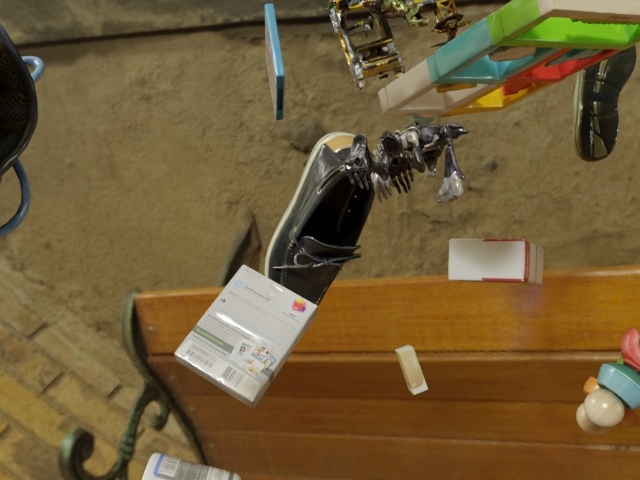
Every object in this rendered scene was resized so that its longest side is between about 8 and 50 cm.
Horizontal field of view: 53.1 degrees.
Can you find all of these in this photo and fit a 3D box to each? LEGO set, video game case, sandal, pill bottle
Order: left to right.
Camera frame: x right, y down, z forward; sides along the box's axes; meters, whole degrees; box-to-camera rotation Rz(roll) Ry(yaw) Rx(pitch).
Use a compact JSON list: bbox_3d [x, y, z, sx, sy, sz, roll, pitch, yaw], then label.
[{"bbox_3d":[-0.133,0.294,0.718,0.137,0.078,0.078,16,124,-3],"label":"pill bottle"},{"bbox_3d":[-0.074,-0.279,1.023,0.015,0.166,0.119,-8,79,-6],"label":"video game case"},{"bbox_3d":[0.167,-0.417,1.211,0.331,0.255,0.192,-17,84,-12],"label":"LEGO set"},{"bbox_3d":[0.579,-0.315,1.361,0.120,0.086,0.303,14,87,-8],"label":"sandal"}]

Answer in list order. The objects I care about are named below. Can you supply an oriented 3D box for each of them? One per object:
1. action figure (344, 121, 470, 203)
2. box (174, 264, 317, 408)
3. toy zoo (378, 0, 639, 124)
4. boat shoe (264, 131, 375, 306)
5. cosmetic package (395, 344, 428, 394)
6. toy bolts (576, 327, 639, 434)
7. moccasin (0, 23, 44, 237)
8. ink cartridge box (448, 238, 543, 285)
[{"bbox_3d":[0.149,-0.128,1.063,0.164,0.275,0.141,0,102,33],"label":"action figure"},{"bbox_3d":[-0.114,0.146,1.004,0.145,0.186,0.038,28,151,13],"label":"box"},{"bbox_3d":[0.196,-0.186,0.687,0.293,0.192,0.030,-21,80,60],"label":"toy zoo"},{"bbox_3d":[0.000,0.000,1.484,0.186,0.156,0.500,6,118,-30],"label":"boat shoe"},{"bbox_3d":[0.232,0.330,1.640,0.041,0.060,0.115,-19,88,-5],"label":"cosmetic package"},{"bbox_3d":[0.527,0.278,1.057,0.218,0.158,0.228,41,176,42],"label":"toy bolts"},{"bbox_3d":[-0.194,-0.054,0.306,0.116,0.342,0.138,-2,93,-22],"label":"moccasin"},{"bbox_3d":[0.242,0.031,0.872,0.099,0.135,0.056,0,84,29],"label":"ink cartridge box"}]
